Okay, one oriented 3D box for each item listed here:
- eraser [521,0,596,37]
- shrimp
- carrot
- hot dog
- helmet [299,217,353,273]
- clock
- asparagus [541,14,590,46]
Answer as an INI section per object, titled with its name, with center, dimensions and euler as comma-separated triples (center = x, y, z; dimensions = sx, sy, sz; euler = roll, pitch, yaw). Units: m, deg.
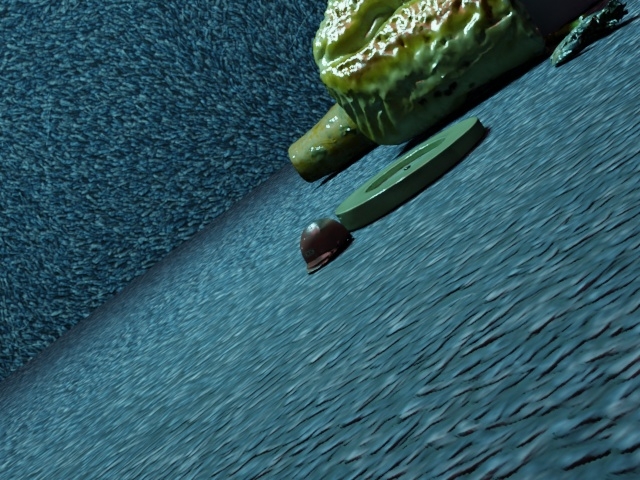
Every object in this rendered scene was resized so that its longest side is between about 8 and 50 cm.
[eraser]
center = 0.390, -0.448, 2.022
dimensions = 0.272, 0.122, 0.359
euler = -35, 8, 17
[shrimp]
center = 0.371, -0.283, 1.456
dimensions = 0.091, 0.034, 0.161
euler = -52, 6, -20
[carrot]
center = 0.070, -0.246, 2.208
dimensions = 0.302, 0.138, 0.138
euler = -33, 8, 26
[hot dog]
center = 0.168, -0.356, 1.808
dimensions = 0.365, 0.196, 0.367
euler = -31, 53, 19
[helmet]
center = -0.001, 0.000, 1.325
dimensions = 0.065, 0.049, 0.084
euler = -30, 10, 37
[clock]
center = 0.122, -0.091, 1.423
dimensions = 0.235, 0.029, 0.235
euler = -34, 7, 5
[asparagus]
center = 0.388, -0.335, 1.697
dimensions = 0.025, 0.024, 0.248
euler = -31, 6, -4
